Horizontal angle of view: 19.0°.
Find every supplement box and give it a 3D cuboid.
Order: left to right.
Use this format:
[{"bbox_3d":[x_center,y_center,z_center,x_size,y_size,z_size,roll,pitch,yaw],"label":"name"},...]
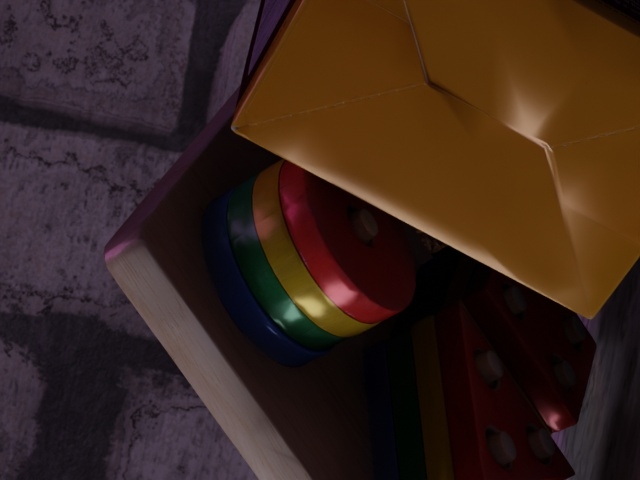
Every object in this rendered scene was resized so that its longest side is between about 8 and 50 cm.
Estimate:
[{"bbox_3d":[0.078,-0.098,0.905,0.129,0.191,0.194,-58,12,25],"label":"supplement box"}]

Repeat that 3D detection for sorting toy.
[{"bbox_3d":[0.039,0.039,0.956,0.089,0.257,0.255,-28,14,25],"label":"sorting toy"}]

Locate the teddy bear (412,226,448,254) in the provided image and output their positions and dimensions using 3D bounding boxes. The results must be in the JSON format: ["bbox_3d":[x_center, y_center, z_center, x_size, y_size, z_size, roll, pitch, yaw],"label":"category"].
[{"bbox_3d":[0.109,-0.122,1.791,0.245,0.113,0.338,-77,-1,-80],"label":"teddy bear"}]

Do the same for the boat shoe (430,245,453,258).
[{"bbox_3d":[0.103,0.044,1.519,0.223,0.073,0.080,106,173,-81],"label":"boat shoe"}]
